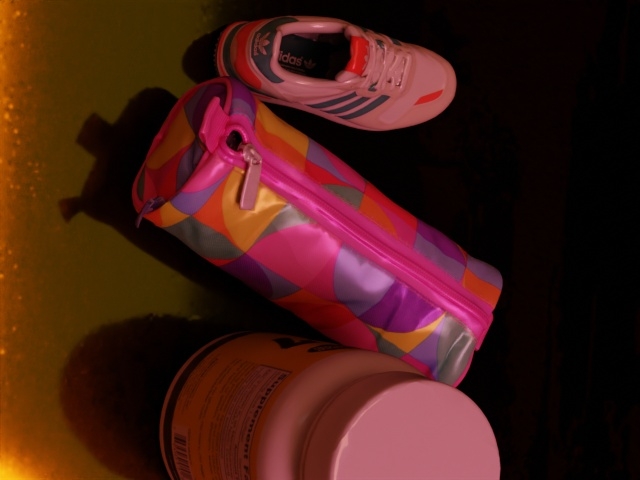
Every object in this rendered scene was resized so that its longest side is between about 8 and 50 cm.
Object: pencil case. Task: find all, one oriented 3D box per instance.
[{"bbox_3d":[0.000,0.000,0.959,0.236,0.104,0.104,34,77,-26],"label":"pencil case"}]

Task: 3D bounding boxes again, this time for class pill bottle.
[{"bbox_3d":[0.002,0.115,0.903,0.119,0.208,0.119,-1,92,-27],"label":"pill bottle"}]

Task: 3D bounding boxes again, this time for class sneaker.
[{"bbox_3d":[0.021,-0.100,0.981,0.161,0.075,0.057,9,88,-27],"label":"sneaker"}]
